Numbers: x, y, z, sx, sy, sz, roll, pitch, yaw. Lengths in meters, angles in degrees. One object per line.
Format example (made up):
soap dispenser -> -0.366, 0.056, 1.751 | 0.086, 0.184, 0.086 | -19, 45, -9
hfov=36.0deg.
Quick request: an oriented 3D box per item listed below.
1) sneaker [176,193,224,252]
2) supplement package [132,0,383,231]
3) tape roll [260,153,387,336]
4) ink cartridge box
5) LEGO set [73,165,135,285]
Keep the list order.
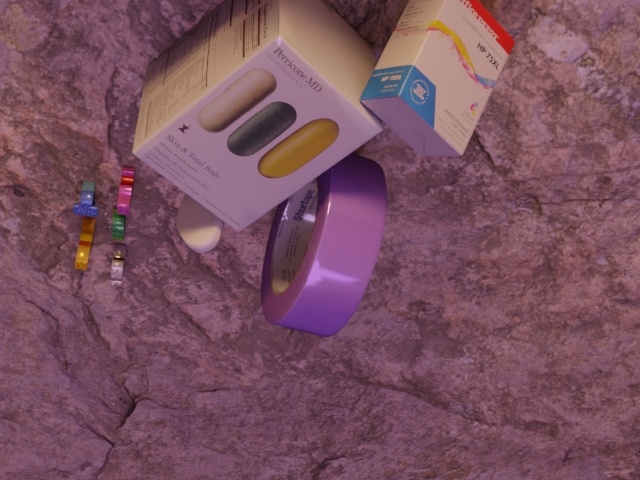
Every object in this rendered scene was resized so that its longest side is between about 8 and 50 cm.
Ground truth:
sneaker -> -0.159, -0.048, 1.450 | 0.080, 0.212, 0.094 | -27, 131, 13
supplement package -> -0.083, -0.191, 1.321 | 0.262, 0.198, 0.199 | -34, 126, 27
tape roll -> 0.000, 0.000, 1.458 | 0.090, 0.275, 0.275 | 15, 132, -17
ink cartridge box -> 0.162, -0.238, 1.268 | 0.134, 0.231, 0.078 | 37, 160, -33
LEGO set -> -0.349, -0.006, 1.563 | 0.087, 0.093, 0.227 | 7, 134, -9
